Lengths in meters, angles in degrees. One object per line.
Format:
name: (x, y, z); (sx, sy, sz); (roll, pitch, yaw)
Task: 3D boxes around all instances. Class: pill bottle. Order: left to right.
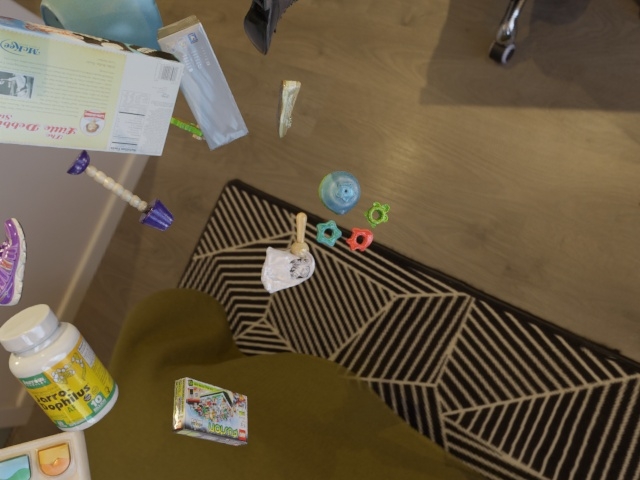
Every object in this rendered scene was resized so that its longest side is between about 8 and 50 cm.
pill bottle: (-0.444, 0.214, 0.934); (0.118, 0.208, 0.117); (-15, 30, 9)

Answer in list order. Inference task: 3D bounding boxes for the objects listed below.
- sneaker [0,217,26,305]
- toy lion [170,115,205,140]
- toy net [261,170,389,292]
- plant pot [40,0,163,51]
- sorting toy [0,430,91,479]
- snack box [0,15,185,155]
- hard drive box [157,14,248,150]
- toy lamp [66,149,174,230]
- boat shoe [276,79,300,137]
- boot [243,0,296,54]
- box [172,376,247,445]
sneaker: (-0.600, 0.041, 1.046); (0.068, 0.071, 0.169); (9, 92, 57)
toy lion: (-0.317, -0.274, 1.320); (0.096, 0.100, 0.034); (25, 100, -2)
toy net: (0.000, 0.000, 0.884); (0.122, 0.045, 0.232); (43, 83, -13)
plant pot: (-0.545, -0.540, 1.326); (0.290, 0.290, 0.195); (37, 61, 26)
sorting toy: (-0.582, 0.511, 1.135); (0.038, 0.208, 0.192); (-22, 77, 53)
snack box: (-0.404, -0.248, 0.927); (0.060, 0.322, 0.187); (43, 121, 36)
hard drive box: (-0.244, -0.330, 1.140); (0.089, 0.232, 0.181); (-25, 30, -3)
toy lamp: (-0.496, -0.118, 1.390); (0.080, 0.275, 0.080); (-38, 31, 28)
boat shoe: (-0.082, -0.328, 1.385); (0.056, 0.048, 0.153); (-110, 24, -51)
boot: (-0.073, -0.598, 1.361); (0.229, 0.263, 0.091); (-38, 77, -22)
box: (-0.244, 0.390, 1.246); (0.036, 0.207, 0.114); (-23, 54, 25)
